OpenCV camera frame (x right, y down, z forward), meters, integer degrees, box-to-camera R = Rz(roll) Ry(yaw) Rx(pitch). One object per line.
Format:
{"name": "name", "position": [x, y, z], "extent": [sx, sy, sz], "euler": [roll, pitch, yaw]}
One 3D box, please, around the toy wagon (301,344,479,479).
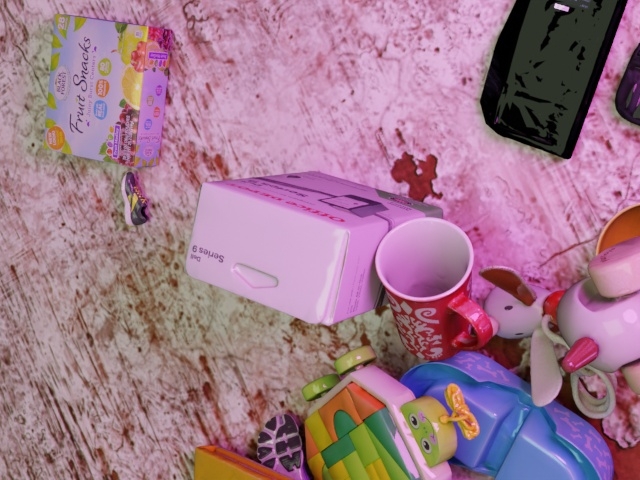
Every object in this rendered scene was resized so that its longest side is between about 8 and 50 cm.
{"name": "toy wagon", "position": [0.085, 0.270, 1.411], "extent": [0.267, 0.068, 0.344], "euler": [64, 149, 15]}

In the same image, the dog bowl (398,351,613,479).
{"name": "dog bowl", "position": [0.234, 0.250, 1.393], "extent": [0.297, 0.074, 0.166], "euler": [32, 128, 20]}

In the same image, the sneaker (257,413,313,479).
{"name": "sneaker", "position": [-0.041, 0.333, 1.574], "extent": [0.068, 0.071, 0.170], "euler": [-18, 71, 11]}

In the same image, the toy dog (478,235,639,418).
{"name": "toy dog", "position": [0.269, 0.106, 1.244], "extent": [0.220, 0.161, 0.334], "euler": [59, 156, 12]}

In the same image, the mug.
{"name": "mug", "position": [0.134, 0.080, 1.316], "extent": [0.113, 0.169, 0.150], "euler": [-14, 55, 1]}

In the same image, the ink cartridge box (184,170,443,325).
{"name": "ink cartridge box", "position": [0.000, 0.000, 1.385], "extent": [0.211, 0.289, 0.121], "euler": [18, 104, 24]}

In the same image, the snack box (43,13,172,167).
{"name": "snack box", "position": [-0.319, -0.224, 1.649], "extent": [0.174, 0.070, 0.207], "euler": [14, 101, 25]}

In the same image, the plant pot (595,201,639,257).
{"name": "plant pot", "position": [0.399, 0.017, 1.289], "extent": [0.134, 0.095, 0.134], "euler": [3, 97, 28]}

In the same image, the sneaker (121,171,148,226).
{"name": "sneaker", "position": [-0.278, -0.063, 1.672], "extent": [0.035, 0.031, 0.083], "euler": [-4, 98, 14]}

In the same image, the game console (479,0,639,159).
{"name": "game console", "position": [0.373, -0.178, 1.312], "extent": [0.361, 0.044, 0.213], "euler": [25, 108, 24]}

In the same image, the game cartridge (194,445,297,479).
{"name": "game cartridge", "position": [-0.106, 0.471, 1.535], "extent": [0.285, 0.052, 0.324], "euler": [4, 90, 58]}
